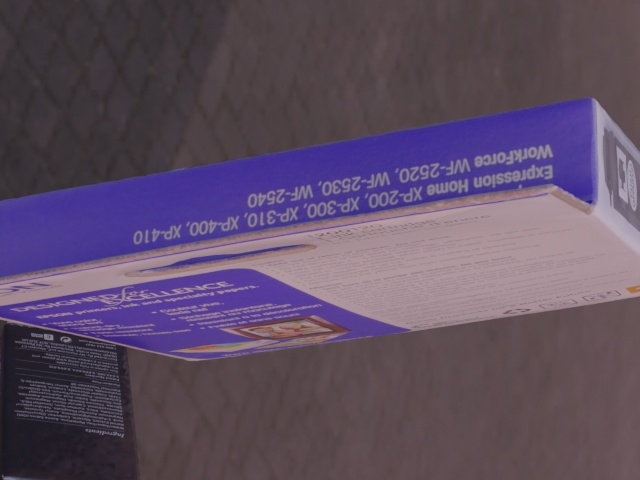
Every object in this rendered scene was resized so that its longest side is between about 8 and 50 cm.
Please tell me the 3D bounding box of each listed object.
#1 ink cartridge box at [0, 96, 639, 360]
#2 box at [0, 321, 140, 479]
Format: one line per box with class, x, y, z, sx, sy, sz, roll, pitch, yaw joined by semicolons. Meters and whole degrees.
ink cartridge box;0.000;0.000;0.470;0.208;0.206;0.045;20;62;-67
box;-0.219;0.189;1.172;0.207;0.108;0.153;-109;-146;-58
